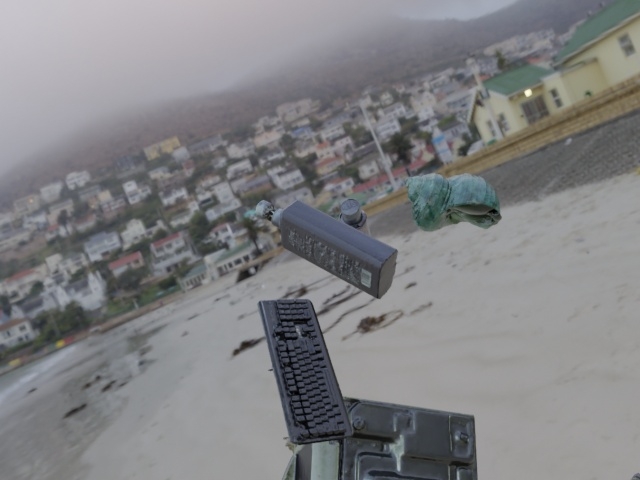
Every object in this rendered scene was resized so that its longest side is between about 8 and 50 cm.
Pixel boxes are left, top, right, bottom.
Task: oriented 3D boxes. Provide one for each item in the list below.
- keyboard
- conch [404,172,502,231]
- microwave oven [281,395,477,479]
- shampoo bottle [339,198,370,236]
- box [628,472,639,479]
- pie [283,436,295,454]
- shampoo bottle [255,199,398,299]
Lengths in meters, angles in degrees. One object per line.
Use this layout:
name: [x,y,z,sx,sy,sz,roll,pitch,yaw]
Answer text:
keyboard: [-0.026,0.171,0.901,0.093,0.230,0.025,-1,-44,-21]
conch: [0.291,-0.093,1.495,0.202,0.134,0.196,3,-20,-9]
microwave oven: [0.102,0.497,1.143,0.332,0.395,0.247,11,-29,-14]
shampoo bottle: [0.084,-0.024,1.558,0.072,0.072,0.214,-24,-30,-3]
box: [0.410,0.357,0.861,0.063,0.060,0.085,21,-77,-47]
pie: [0.049,0.495,1.466,0.282,0.069,0.129,17,-17,11]
shampoo bottle: [0.000,-0.001,1.261,0.071,0.309,0.098,-44,-31,-35]
